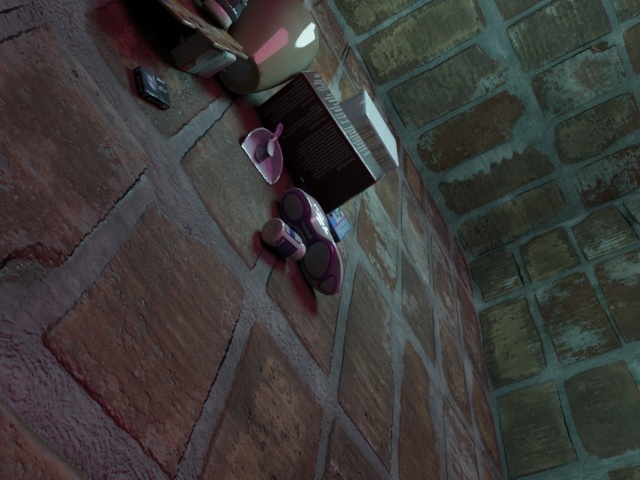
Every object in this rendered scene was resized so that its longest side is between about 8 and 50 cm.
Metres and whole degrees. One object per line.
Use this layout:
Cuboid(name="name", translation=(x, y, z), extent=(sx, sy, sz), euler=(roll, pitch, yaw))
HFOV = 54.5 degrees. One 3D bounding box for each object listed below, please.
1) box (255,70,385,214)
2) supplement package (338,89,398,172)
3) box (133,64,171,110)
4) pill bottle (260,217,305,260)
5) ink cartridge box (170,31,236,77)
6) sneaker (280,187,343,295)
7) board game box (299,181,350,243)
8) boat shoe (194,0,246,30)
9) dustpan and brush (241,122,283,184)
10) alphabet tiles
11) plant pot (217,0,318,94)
Cuboid(name="box", translation=(0.004, -0.293, 1.846), extent=(0.381, 0.191, 0.143), euler=(57, 25, -2))
Cuboid(name="supplement package", translation=(0.153, -0.393, 2.409), extent=(0.263, 0.198, 0.199), euler=(53, 24, -32))
Cuboid(name="box", translation=(-0.351, -0.318, 1.300), extent=(0.083, 0.018, 0.067), euler=(26, 43, -60))
Cuboid(name="pill bottle", translation=(-0.088, 0.002, 1.526), extent=(0.120, 0.067, 0.067), euler=(43, 29, -46))
Cuboid(name="ink cartridge box", translation=(-0.283, -0.452, 1.512), extent=(0.056, 0.099, 0.135), euler=(65, 19, 3))
Cuboid(name="sneaker", translation=(0.000, 0.000, 1.680), extent=(0.152, 0.114, 0.305), euler=(9, 59, -65))
Cuboid(name="board game box", translation=(0.019, -0.105, 1.964), extent=(0.212, 0.039, 0.160), euler=(63, 20, -8))
Cuboid(name="boat shoe", translation=(-0.259, -0.623, 1.632), extent=(0.116, 0.099, 0.319), euler=(44, 2, -26))
Cuboid(name="dustpan and brush", translation=(-0.140, -0.267, 1.717), extent=(0.147, 0.060, 0.211), euler=(54, 22, -28))
Cuboid(name="alphabet tiles", translation=(-0.323, -0.550, 1.461), extent=(0.342, 0.011, 0.285), euler=(45, 16, 11))
Cuboid(name="plant pot", translation=(-0.172, -0.522, 1.723), extent=(0.256, 0.256, 0.274), euler=(57, 38, -22))
